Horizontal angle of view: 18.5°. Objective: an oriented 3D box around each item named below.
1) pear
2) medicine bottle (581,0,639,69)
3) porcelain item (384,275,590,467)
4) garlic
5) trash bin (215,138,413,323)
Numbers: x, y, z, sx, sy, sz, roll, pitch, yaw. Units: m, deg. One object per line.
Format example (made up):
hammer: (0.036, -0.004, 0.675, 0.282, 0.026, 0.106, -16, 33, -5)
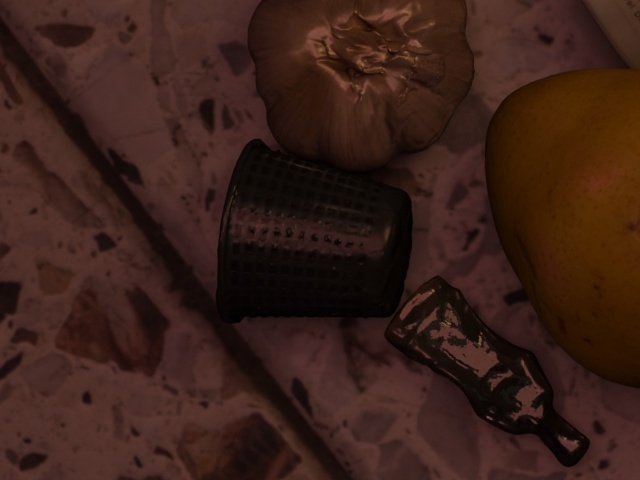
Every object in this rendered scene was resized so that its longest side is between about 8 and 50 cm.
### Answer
pear: (0.296, -0.024, 1.735, 0.285, 0.285, 0.336, -30, 55, 5)
medicine bottle: (0.380, -0.276, 1.778, 0.296, 0.111, 0.161, -32, 116, 15)
porcelain item: (0.165, 0.127, 1.829, 0.216, 0.069, 0.081, 39, 87, 12)
garlic: (0.038, -0.176, 1.843, 0.228, 0.152, 0.227, -2, 84, 16)
trash bin: (0.000, 0.000, 1.816, 0.161, 0.175, 0.175, 7, 85, 11)
